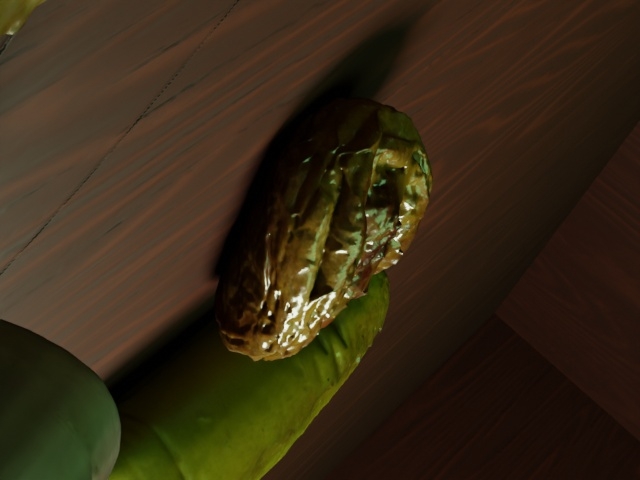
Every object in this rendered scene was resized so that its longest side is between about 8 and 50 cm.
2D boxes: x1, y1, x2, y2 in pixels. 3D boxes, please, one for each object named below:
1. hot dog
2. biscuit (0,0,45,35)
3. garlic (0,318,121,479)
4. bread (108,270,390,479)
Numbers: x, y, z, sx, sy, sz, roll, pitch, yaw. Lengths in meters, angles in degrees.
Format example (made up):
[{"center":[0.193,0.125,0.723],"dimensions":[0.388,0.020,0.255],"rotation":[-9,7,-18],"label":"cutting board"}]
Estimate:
[{"center":[-0.003,0.000,1.192],"dimensions":[0.160,0.099,0.227],"rotation":[-41,170,-33],"label":"hot dog"},{"center":[-0.061,-0.169,0.562],"dimensions":[0.232,0.013,0.237],"rotation":[-44,169,-24],"label":"biscuit"},{"center":[-0.198,0.138,0.678],"dimensions":[0.279,0.132,0.325],"rotation":[-36,-168,19],"label":"garlic"},{"center":[-0.075,0.137,1.346],"dimensions":[0.383,0.112,0.166],"rotation":[-40,166,-41],"label":"bread"}]
